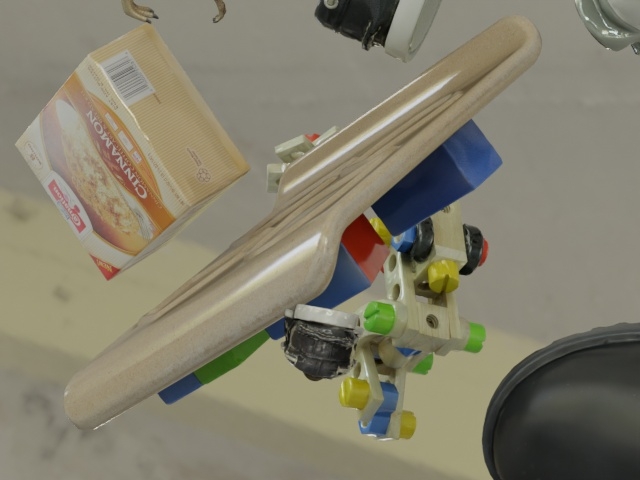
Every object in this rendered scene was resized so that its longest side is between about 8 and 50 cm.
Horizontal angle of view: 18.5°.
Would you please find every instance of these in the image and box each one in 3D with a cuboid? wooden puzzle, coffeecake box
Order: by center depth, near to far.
[{"bbox_3d":[0.000,0.000,1.452,0.080,0.348,0.322,50,-46,-7],"label":"wooden puzzle"},{"bbox_3d":[-0.155,-0.068,1.576,0.142,0.068,0.185,55,-33,2],"label":"coffeecake box"}]

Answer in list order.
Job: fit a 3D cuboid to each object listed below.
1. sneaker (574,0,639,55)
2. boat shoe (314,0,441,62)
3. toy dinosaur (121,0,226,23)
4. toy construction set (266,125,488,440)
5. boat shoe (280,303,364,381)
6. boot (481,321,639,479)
[{"bbox_3d":[0.400,-0.267,1.911,0.146,0.331,0.122,-41,-104,41],"label":"sneaker"},{"bbox_3d":[0.080,-0.293,1.526,0.091,0.302,0.114,22,8,8],"label":"boat shoe"},{"bbox_3d":[-0.099,-0.188,1.222,0.183,0.053,0.092,4,-56,-13],"label":"toy dinosaur"},{"bbox_3d":[0.064,0.014,1.920,0.151,0.327,0.215,-1,-33,-31],"label":"toy construction set"},{"bbox_3d":[0.001,0.058,1.065,0.046,0.038,0.125,12,-5,-3],"label":"boat shoe"},{"bbox_3d":[0.273,0.162,1.086,0.367,0.146,0.445,4,9,4],"label":"boot"}]
